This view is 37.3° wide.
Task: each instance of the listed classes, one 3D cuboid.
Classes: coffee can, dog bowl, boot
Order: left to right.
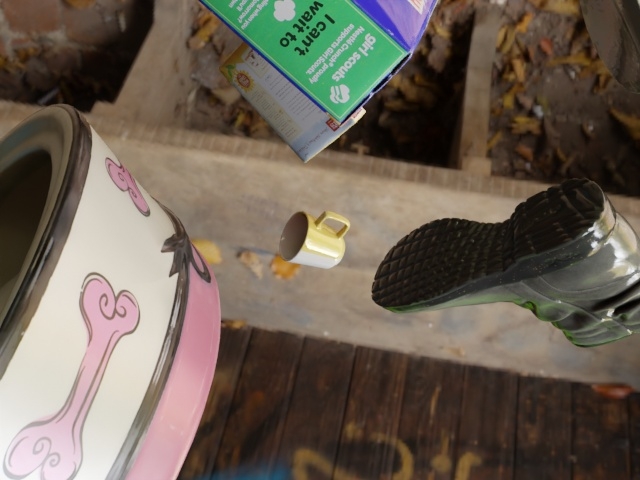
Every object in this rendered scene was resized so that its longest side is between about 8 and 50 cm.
[{"bbox_3d":[-0.231,0.113,0.653,0.150,0.408,0.408,36,134,-29],"label":"dog bowl"},{"bbox_3d":[0.173,0.047,0.788,0.246,0.083,0.161,-19,133,43],"label":"boot"},{"bbox_3d":[0.525,-0.347,1.295,0.275,0.201,0.201,-24,133,-1],"label":"coffee can"}]

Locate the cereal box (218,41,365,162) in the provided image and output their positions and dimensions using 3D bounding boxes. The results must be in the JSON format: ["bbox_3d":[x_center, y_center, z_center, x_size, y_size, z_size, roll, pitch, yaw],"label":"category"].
[{"bbox_3d":[-0.054,-0.271,1.707,0.240,0.047,0.173,47,140,-9],"label":"cereal box"}]

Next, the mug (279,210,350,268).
[{"bbox_3d":[-0.002,0.004,1.116,0.064,0.062,0.078,21,163,-29],"label":"mug"}]

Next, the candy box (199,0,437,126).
[{"bbox_3d":[-0.030,-0.312,0.990,0.317,0.268,0.122,39,125,-10],"label":"candy box"}]
